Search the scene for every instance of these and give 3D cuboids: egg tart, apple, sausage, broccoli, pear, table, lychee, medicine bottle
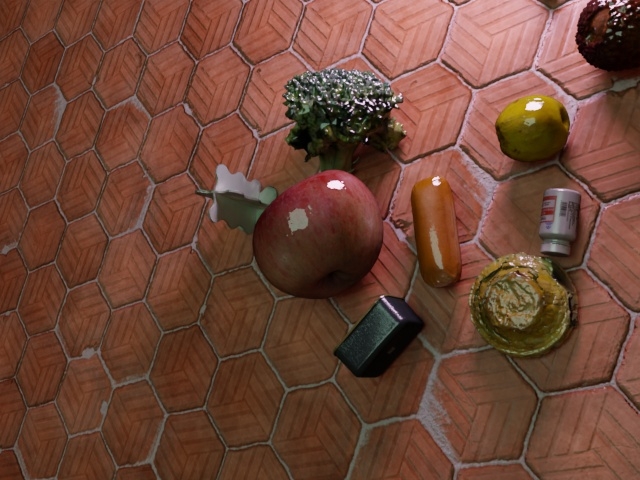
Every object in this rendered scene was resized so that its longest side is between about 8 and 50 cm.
[{"bbox_3d":[0.434,0.138,1.539,0.241,0.106,0.241,-6,78,30],"label":"egg tart"},{"bbox_3d":[0.000,0.000,1.744,0.345,0.345,0.269,-34,80,23],"label":"apple"},{"bbox_3d":[0.276,-0.020,1.686,0.105,0.105,0.274,-15,70,30],"label":"sausage"},{"bbox_3d":[0.026,-0.302,1.840,0.348,0.293,0.280,25,131,46],"label":"broccoli"},{"bbox_3d":[0.472,-0.249,1.582,0.162,0.149,0.148,-14,71,26],"label":"pear"},{"bbox_3d":[-0.239,-0.114,1.995,0.167,0.198,0.166,-9,73,32],"label":"table"},{"bbox_3d":[0.649,-0.451,1.498,0.188,0.188,0.188,-9,73,32],"label":"lychee"},{"bbox_3d":[0.519,-0.038,1.538,0.079,0.079,0.140,5,81,35],"label":"medicine bottle"}]

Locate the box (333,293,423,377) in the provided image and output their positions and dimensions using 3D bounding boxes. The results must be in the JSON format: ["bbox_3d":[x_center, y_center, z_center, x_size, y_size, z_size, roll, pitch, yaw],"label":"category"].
[{"bbox_3d":[0.142,0.233,1.686,0.201,0.144,0.090,-50,60,12],"label":"box"}]
